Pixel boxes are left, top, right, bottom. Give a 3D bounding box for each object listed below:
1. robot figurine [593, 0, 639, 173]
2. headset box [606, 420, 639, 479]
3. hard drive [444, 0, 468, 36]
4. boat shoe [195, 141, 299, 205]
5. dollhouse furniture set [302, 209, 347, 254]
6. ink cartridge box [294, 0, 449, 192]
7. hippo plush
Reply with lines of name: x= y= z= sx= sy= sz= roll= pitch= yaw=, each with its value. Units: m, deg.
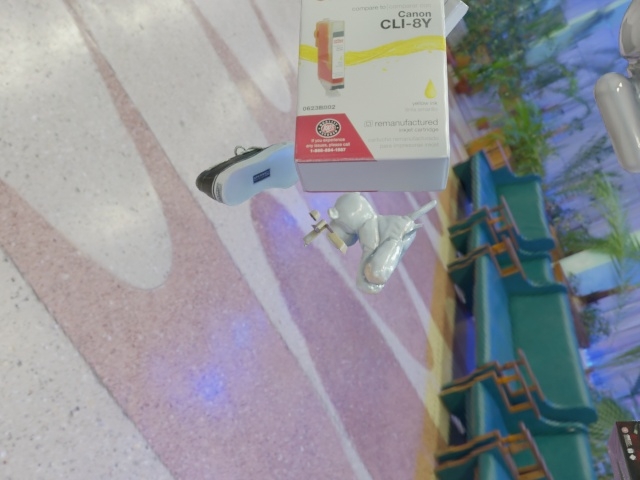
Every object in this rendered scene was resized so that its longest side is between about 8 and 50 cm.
robot figurine: x=0.484 y=-0.189 z=0.824 sx=0.200 sy=0.299 sz=0.354 roll=-88 pitch=155 yaw=-81
headset box: x=0.714 y=0.452 z=1.286 sx=0.110 sy=0.293 sz=0.218 roll=80 pitch=10 yaw=-46
hard drive: x=0.200 y=-0.605 z=1.798 sx=0.047 sy=0.233 sz=0.353 roll=13 pitch=36 yaw=-46
boat shoe: x=-0.150 y=-0.157 z=1.559 sx=0.306 sy=0.104 sz=0.113 roll=-35 pitch=134 yaw=-44
dollhouse furniture set: x=0.000 y=0.000 z=1.704 sx=0.114 sy=0.081 sz=0.091 roll=49 pitch=-2 yaw=41
ink cartridge box: x=0.099 y=-0.297 z=1.325 sx=0.160 sy=0.279 sz=0.385 roll=68 pitch=23 yaw=-70
hippo plush: x=0.116 y=-0.011 z=1.868 sx=0.236 sy=0.294 sz=0.234 roll=33 pitch=48 yaw=7
